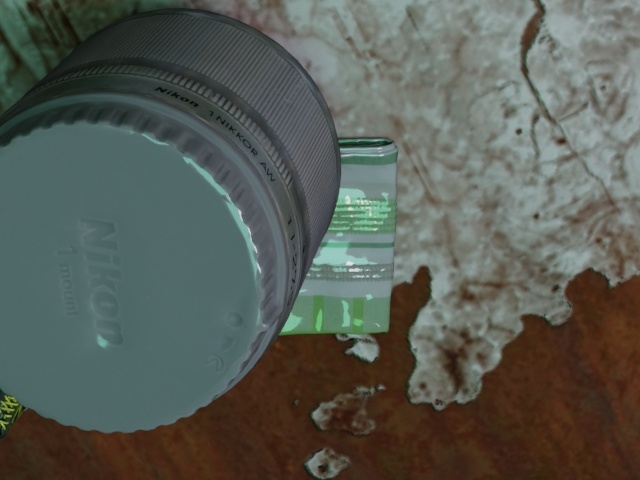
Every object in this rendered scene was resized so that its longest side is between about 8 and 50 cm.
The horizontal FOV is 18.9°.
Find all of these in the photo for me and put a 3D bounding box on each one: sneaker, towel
[{"bbox_3d":[-0.234,0.128,1.428,0.031,0.035,0.083,34,104,-17],"label":"sneaker"},{"bbox_3d":[0.000,0.000,1.409,0.113,0.023,0.152,-1,111,-4],"label":"towel"}]

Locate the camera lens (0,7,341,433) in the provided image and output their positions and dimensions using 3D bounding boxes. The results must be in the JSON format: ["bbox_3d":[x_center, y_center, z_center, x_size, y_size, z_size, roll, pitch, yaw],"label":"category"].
[{"bbox_3d":[-0.109,-0.021,1.246,0.219,0.274,0.219,3,110,8],"label":"camera lens"}]
